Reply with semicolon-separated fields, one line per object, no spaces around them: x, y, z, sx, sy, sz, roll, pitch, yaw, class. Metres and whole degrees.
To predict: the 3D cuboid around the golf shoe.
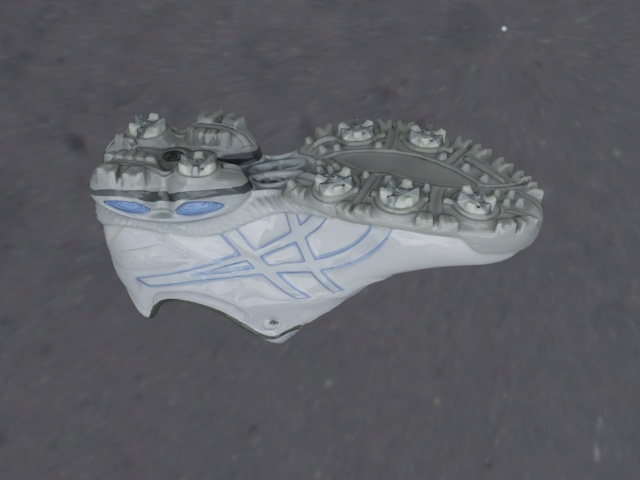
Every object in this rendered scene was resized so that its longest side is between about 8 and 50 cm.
0.000;0.000;0.730;0.176;0.069;0.086;6;121;18;golf shoe
